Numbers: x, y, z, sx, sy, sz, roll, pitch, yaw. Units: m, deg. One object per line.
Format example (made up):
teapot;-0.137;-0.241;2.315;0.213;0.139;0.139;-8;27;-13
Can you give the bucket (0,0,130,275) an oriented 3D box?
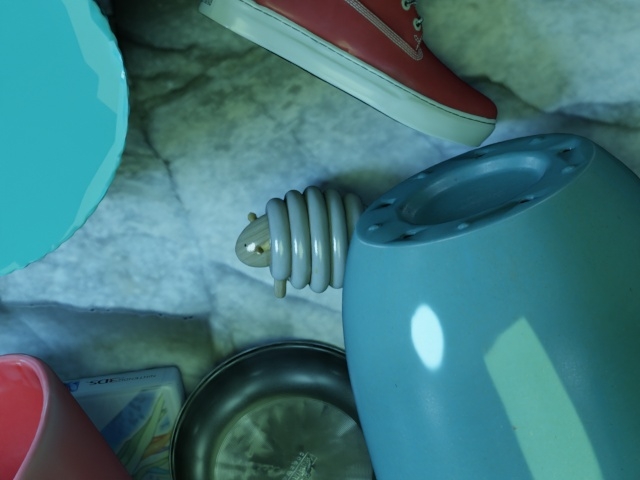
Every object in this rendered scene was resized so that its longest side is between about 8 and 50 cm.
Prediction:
bucket;-0.264;-0.104;1.348;0.281;0.183;0.281;-3;102;-12

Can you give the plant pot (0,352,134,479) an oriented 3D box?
plant pot;-0.232;0.266;1.493;0.275;0.275;0.243;-34;118;17

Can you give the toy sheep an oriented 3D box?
toy sheep;0.000;0.000;1.479;0.132;0.091;0.091;-7;115;-8

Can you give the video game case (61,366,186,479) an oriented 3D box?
video game case;-0.233;0.274;1.646;0.300;0.036;0.329;-8;114;7

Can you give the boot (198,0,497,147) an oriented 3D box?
boot;0.056;-0.184;1.394;0.244;0.088;0.176;28;94;-23

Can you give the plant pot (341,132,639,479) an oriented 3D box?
plant pot;0.148;0.063;1.394;0.293;0.293;0.235;-18;107;12

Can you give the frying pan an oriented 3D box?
frying pan;0.011;0.230;1.585;0.197;0.053;0.326;-34;106;2
